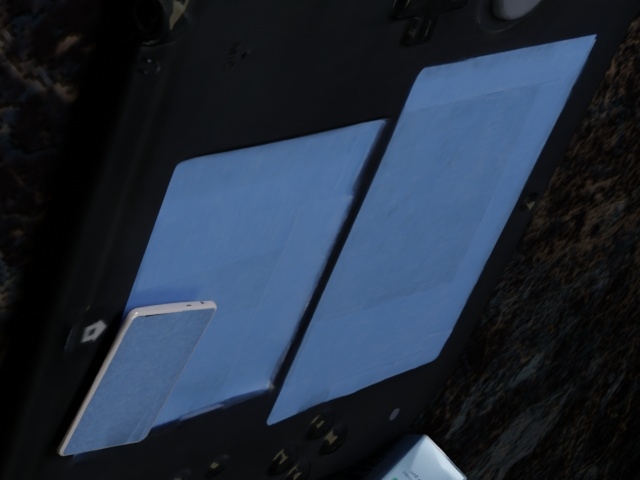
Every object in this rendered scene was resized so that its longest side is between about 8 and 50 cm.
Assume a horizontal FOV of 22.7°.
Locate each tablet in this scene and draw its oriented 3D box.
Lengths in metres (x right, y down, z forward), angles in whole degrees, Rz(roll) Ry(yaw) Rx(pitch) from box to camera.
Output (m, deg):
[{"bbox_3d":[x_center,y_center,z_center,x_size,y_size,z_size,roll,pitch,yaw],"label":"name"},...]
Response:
[{"bbox_3d":[-0.081,0.061,0.705,0.054,0.006,0.083,-3,131,-50],"label":"tablet"}]

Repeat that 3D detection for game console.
[{"bbox_3d":[0.000,0.000,0.785,0.342,0.060,0.386,-21,142,-48],"label":"game console"}]

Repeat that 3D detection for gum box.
[{"bbox_3d":[-0.007,0.196,0.989,0.184,0.041,0.157,-44,-176,-13],"label":"gum box"}]
